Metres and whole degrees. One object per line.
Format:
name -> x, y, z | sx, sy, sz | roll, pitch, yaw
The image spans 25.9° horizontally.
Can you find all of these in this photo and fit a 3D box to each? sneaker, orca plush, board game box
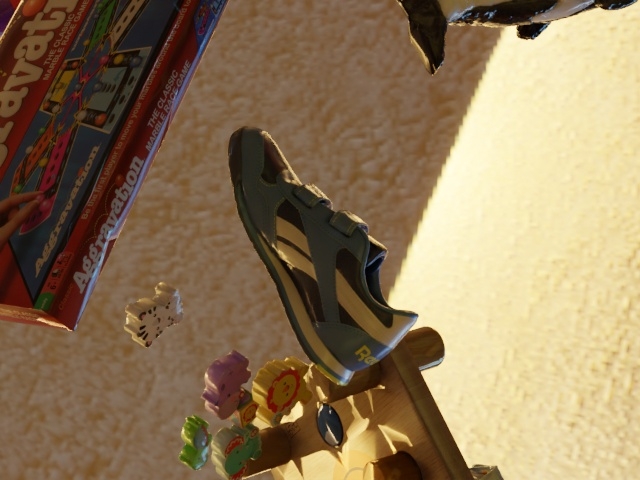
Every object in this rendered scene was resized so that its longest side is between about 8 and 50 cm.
sneaker -> 0.000, 0.000, 0.717 | 0.059, 0.053, 0.144 | -30, -98, 15
orca plush -> 0.194, -0.204, 1.225 | 0.287, 0.151, 0.102 | -33, -34, -30
board game box -> -0.142, -0.084, 0.799 | 0.027, 0.145, 0.281 | 48, -124, -46

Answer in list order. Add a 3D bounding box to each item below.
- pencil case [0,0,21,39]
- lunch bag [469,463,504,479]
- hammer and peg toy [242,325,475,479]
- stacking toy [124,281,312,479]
pencil case -> -0.292, -0.191, 1.131 | 0.236, 0.104, 0.104 | -17, -77, 1
lunch bag -> 0.140, 0.247, 1.276 | 0.071, 0.083, 0.053 | 62, -154, -9
hammer and peg toy -> 0.019, 0.239, 1.223 | 0.127, 0.361, 0.266 | -15, -109, -34
stacking toy -> -0.075, 0.152, 1.160 | 0.052, 0.167, 0.221 | -38, -42, -31
